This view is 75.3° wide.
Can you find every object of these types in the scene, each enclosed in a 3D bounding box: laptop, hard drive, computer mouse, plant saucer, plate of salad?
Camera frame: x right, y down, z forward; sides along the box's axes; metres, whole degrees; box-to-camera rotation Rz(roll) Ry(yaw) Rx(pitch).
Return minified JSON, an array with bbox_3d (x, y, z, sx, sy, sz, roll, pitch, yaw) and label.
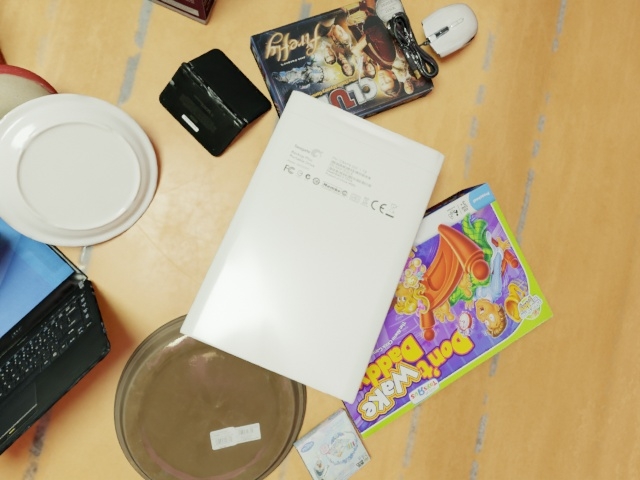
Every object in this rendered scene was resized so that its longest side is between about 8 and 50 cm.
[{"bbox_3d":[-0.417,0.115,0.507,0.234,0.264,0.136,-45,133,-7],"label":"laptop"},{"bbox_3d":[0.000,0.000,0.557,0.233,0.047,0.353,23,79,-2],"label":"hard drive"},{"bbox_3d":[0.191,-0.326,0.643,0.193,0.042,0.106,-39,99,-28],"label":"computer mouse"},{"bbox_3d":[-0.155,0.241,0.601,0.277,0.041,0.278,0,89,-11],"label":"plant saucer"},{"bbox_3d":[-0.315,-0.087,0.540,0.199,0.048,0.200,-22,125,-35],"label":"plate of salad"}]

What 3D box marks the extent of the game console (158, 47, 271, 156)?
[{"bbox_3d":[-0.157,-0.207,0.624,0.122,0.071,0.107,45,112,-5],"label":"game console"}]

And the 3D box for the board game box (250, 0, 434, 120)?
[{"bbox_3d":[0.036,-0.267,0.643,0.243,0.042,0.165,-23,93,-10],"label":"board game box"}]

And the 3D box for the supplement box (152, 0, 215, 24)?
[{"bbox_3d":[-0.199,-0.383,0.504,0.130,0.239,0.073,21,85,-9],"label":"supplement box"}]

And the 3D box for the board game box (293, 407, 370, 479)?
[{"bbox_3d":[0.019,0.320,0.629,0.090,0.020,0.090,-29,97,-21],"label":"board game box"}]

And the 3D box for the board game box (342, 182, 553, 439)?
[{"bbox_3d":[0.149,0.096,0.637,0.347,0.078,0.233,-29,94,-9],"label":"board game box"}]

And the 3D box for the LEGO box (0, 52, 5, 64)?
[{"bbox_3d":[-0.702,-0.334,0.440,0.500,0.193,0.373,-19,92,-10],"label":"LEGO box"}]

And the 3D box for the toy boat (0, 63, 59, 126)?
[{"bbox_3d":[-0.448,-0.148,0.524,0.231,0.151,0.151,-24,64,-10],"label":"toy boat"}]
